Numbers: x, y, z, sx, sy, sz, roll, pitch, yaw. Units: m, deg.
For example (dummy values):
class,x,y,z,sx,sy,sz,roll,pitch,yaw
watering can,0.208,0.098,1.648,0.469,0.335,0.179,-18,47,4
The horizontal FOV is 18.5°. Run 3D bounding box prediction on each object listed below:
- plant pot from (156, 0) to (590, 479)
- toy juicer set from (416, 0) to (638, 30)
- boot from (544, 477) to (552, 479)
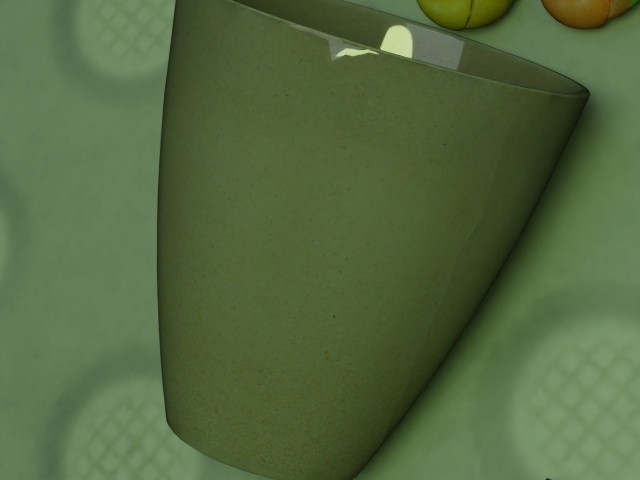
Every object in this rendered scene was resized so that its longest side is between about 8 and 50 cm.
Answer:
class,x,y,z,sx,sy,sz,roll,pitch,yaw
plant pot,0.000,0.000,1.206,0.256,0.256,0.274,25,104,32
toy juicer set,0.098,-0.249,1.302,0.329,0.089,0.209,25,101,24
boot,0.164,0.245,1.126,0.197,0.073,0.152,29,90,44
